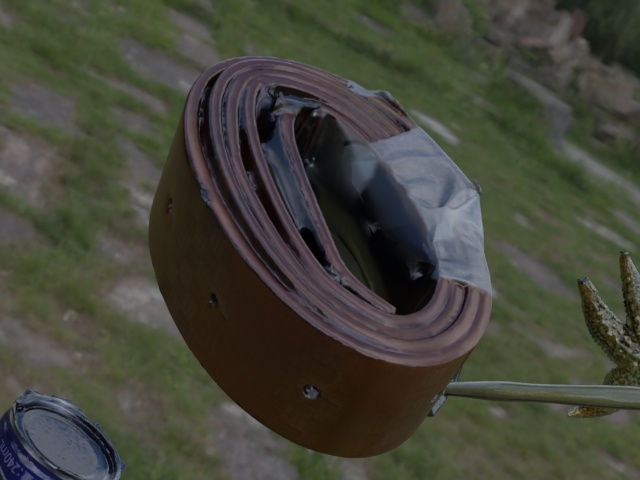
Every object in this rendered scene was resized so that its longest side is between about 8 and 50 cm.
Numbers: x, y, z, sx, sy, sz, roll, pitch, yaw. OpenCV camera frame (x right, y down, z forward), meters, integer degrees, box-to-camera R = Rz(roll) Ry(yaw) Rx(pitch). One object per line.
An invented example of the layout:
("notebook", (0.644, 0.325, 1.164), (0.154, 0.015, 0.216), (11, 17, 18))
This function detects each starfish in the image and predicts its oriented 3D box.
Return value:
("starfish", (0.337, 0.113, 1.264), (0.223, 0.217, 0.050), (57, 3, -17))

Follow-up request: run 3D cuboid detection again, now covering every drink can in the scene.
("drink can", (-0.246, 0.224, 0.902), (0.097, 0.235, 0.097), (37, 14, -11))

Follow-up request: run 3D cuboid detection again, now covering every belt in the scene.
("belt", (0.000, 0.000, 0.760), (0.184, 0.105, 0.261), (3, 42, -25))

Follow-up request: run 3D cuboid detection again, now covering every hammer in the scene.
("hammer", (0.161, 0.097, 0.805), (0.199, 0.013, 0.062), (-1, 28, 31))
